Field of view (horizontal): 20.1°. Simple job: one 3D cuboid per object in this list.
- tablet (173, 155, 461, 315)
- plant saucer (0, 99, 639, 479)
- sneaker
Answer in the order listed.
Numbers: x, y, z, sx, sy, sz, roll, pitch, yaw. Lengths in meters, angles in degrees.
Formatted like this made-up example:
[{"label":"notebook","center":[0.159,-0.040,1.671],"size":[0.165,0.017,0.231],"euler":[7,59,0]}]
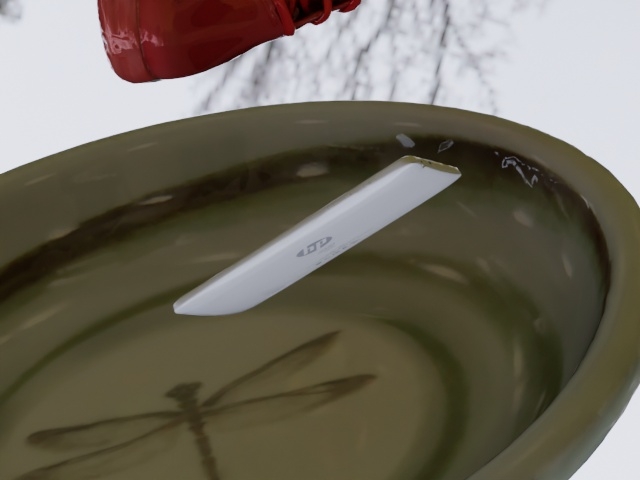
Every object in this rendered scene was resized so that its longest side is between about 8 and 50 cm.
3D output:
[{"label":"tablet","center":[0.000,0.000,0.528],"size":[0.006,0.083,0.054],"euler":[61,-164,12]},{"label":"plant saucer","center":[-0.053,0.070,0.756],"size":[0.400,0.100,0.400],"euler":[-11,-153,6]},{"label":"sneaker","center":[0.014,-0.125,0.720],"size":[0.128,0.087,0.221],"euler":[10,-142,27]}]
